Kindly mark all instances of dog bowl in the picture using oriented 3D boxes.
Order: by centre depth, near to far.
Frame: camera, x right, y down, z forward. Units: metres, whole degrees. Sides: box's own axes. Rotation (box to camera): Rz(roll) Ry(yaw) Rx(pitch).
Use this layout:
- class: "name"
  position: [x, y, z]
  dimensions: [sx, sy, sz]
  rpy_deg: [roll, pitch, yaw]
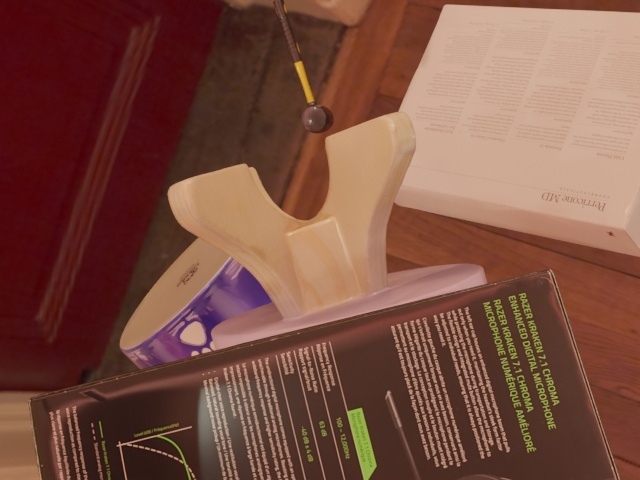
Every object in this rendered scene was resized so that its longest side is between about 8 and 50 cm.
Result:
- class: "dog bowl"
  position: [-0.134, 0.076, 1.263]
  dimensions: [0.265, 0.265, 0.104]
  rpy_deg: [-42, 106, 16]

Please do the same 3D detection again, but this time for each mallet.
- class: "mallet"
  position: [-0.029, -0.233, 1.311]
  dimensions: [0.039, 0.062, 0.189]
  rpy_deg: [-18, 101, 12]

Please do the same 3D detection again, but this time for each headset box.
- class: "headset box"
  position: [0.016, 0.131, 0.564]
  dimensions: [0.283, 0.246, 0.131]
  rpy_deg: [-14, 75, -2]

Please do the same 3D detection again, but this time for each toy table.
- class: "toy table"
  position: [0.000, 0.000, 0.818]
  dimensions: [0.274, 0.252, 0.160]
  rpy_deg: [-15, 94, 33]

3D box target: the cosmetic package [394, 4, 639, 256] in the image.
- class: "cosmetic package"
  position: [0.280, -0.156, 1.265]
  dimensions: [0.377, 0.097, 0.284]
  rpy_deg: [15, 74, 40]
